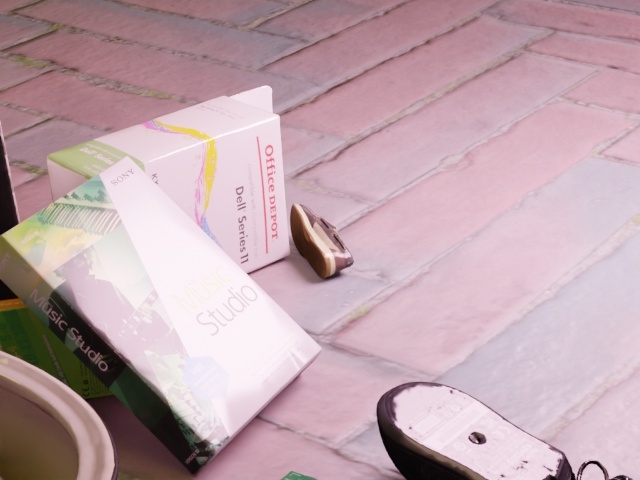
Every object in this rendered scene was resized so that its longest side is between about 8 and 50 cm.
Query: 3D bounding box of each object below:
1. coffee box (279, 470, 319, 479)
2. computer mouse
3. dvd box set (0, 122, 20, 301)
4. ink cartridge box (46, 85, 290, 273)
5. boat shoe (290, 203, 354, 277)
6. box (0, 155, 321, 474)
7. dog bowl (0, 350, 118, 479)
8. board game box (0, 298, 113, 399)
[{"bbox_3d":[-0.034,0.290,1.431,0.113,0.040,0.184,13,30,30],"label":"coffee box"},{"bbox_3d":[0.163,0.237,1.499,0.272,0.072,0.188,32,39,31],"label":"computer mouse"},{"bbox_3d":[-0.425,-0.084,1.931,0.062,0.308,0.420,-11,28,-12],"label":"dvd box set"},{"bbox_3d":[-0.158,-0.053,1.949,0.353,0.207,0.119,-24,32,-35],"label":"ink cartridge box"},{"bbox_3d":[0.000,0.000,2.009,0.049,0.056,0.152,-7,36,-19],"label":"boat shoe"},{"bbox_3d":[-0.176,0.072,1.662,0.322,0.058,0.232,43,39,4],"label":"box"},{"bbox_3d":[-0.395,0.229,1.365,0.408,0.150,0.408,13,20,-5],"label":"dog bowl"},{"bbox_3d":[-0.348,0.128,1.696,0.259,0.124,0.039,-8,23,-11],"label":"board game box"}]
